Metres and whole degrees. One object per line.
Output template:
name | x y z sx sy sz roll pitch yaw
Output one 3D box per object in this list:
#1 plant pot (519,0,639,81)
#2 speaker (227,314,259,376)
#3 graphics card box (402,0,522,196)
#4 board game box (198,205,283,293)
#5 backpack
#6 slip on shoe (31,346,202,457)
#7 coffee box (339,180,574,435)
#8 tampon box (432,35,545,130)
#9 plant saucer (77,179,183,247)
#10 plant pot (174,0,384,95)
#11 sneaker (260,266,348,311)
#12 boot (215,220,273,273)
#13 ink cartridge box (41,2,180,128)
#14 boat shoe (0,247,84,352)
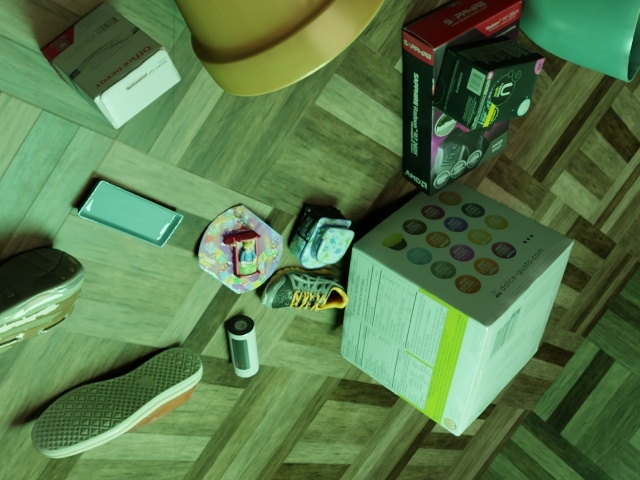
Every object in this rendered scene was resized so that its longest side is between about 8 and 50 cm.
plant pot | 0.507 -0.469 1.648 0.293 0.235 0.293 -49 150 -42
speaker | -0.154 0.213 1.757 0.055 0.055 0.136 -30 142 -26
graphics card box | 0.271 -0.288 1.722 0.233 0.094 0.371 -32 143 -24
board game box | -0.135 0.024 1.567 0.169 0.033 0.133 40 84 -36
backpack | 0.000 0.000 1.700 0.105 0.084 0.114 5 122 -47
slip on shoe | -0.355 0.302 1.569 0.331 0.123 0.101 -25 143 -39
coffee box | 0.278 0.128 1.876 0.338 0.334 0.338 -36 145 -36
tampon box | 0.305 -0.286 1.589 0.161 0.101 0.120 -20 136 -35
plant saucer | -0.299 -0.042 1.385 0.067 0.018 0.192 -54 146 6
plant pot | -0.082 -0.359 1.125 0.291 0.291 0.203 -47 129 -4
sneaker | -0.029 0.106 1.771 0.215 0.083 0.084 -7 129 -43
boot | -0.146 0.014 1.597 0.114 0.037 0.106 -4 123 -41
ink cartridge box | -0.269 -0.225 1.126 0.109 0.150 0.063 -41 145 -12
boat shoe | -0.484 0.120 1.246 0.324 0.123 0.116 -20 138 -34
